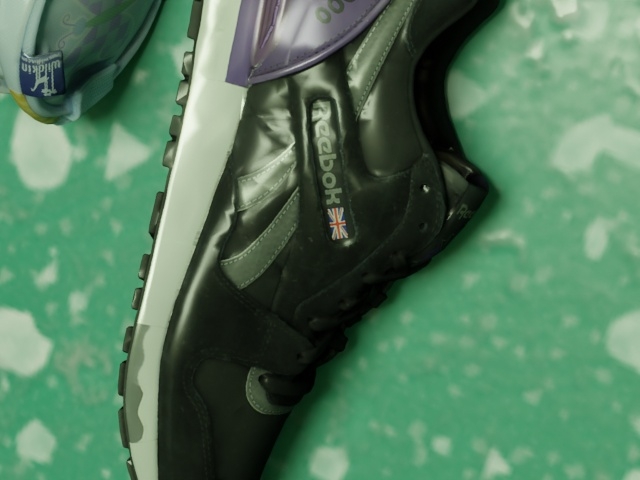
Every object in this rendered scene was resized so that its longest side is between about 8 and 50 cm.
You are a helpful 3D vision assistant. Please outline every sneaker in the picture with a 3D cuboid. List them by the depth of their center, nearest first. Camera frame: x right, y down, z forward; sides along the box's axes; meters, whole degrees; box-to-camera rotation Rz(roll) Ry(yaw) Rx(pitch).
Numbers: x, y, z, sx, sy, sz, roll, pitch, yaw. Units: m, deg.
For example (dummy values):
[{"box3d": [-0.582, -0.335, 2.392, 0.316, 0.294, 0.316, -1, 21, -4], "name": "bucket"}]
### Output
[{"box3d": [0.000, 0.000, 0.760, 0.124, 0.107, 0.283, 13, 101, 12], "name": "sneaker"}]

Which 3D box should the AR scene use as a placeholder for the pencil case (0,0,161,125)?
[{"box3d": [-0.197, -0.154, 0.807, 0.273, 0.113, 0.124, 28, 148, 14], "name": "pencil case"}]
